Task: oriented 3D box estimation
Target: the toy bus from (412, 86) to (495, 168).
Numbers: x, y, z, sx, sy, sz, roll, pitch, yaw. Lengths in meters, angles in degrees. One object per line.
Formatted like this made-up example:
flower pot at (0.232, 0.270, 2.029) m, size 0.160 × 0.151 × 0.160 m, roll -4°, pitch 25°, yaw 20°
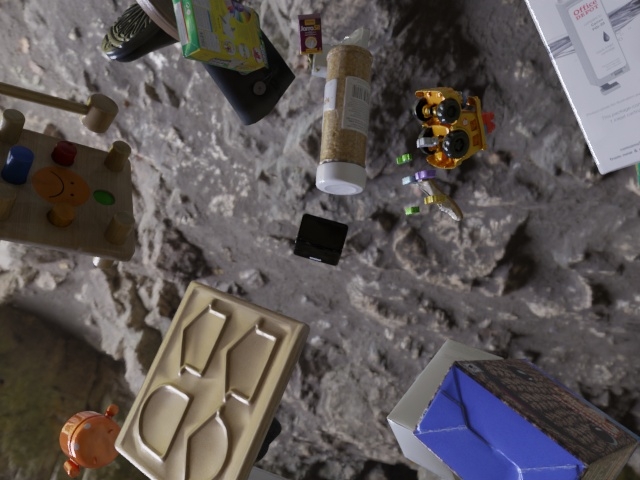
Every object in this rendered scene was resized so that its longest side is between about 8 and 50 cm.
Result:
toy bus at (0.388, -0.337, 1.623) m, size 0.149 × 0.211 × 0.220 m, roll 32°, pitch 142°, yaw 61°

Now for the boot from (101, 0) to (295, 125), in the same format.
boot at (-0.310, -0.481, 1.587) m, size 0.146 × 0.367 × 0.445 m, roll 46°, pitch 177°, yaw 40°

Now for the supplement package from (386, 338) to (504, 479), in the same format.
supplement package at (0.342, 0.434, 1.503) m, size 0.175 × 0.293 × 0.177 m, roll 14°, pitch 138°, yaw 45°

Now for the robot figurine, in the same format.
robot figurine at (-0.575, 0.497, 1.461) m, size 0.158 × 0.128 × 0.219 m, roll -18°, pitch -175°, yaw -37°

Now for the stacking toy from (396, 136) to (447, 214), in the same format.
stacking toy at (0.256, -0.164, 1.535) m, size 0.052 × 0.167 × 0.221 m, roll -5°, pitch 175°, yaw -16°

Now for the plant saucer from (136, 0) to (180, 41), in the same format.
plant saucer at (-0.264, -0.461, 1.047) m, size 0.041 × 0.278 × 0.278 m, roll -27°, pitch 139°, yaw 27°

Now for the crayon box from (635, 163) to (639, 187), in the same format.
crayon box at (0.674, -0.226, 1.098) m, size 0.165 × 0.278 × 0.081 m, roll -8°, pitch 132°, yaw 25°

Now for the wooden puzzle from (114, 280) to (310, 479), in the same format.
wooden puzzle at (-0.176, 0.253, 0.960) m, size 0.348 × 0.322 × 0.080 m, roll 12°, pitch 164°, yaw 46°

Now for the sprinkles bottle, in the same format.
sprinkles bottle at (0.062, -0.296, 1.436) m, size 0.121 × 0.355 × 0.121 m, roll 5°, pitch 169°, yaw 1°

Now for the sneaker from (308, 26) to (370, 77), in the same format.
sneaker at (0.051, -0.560, 1.703) m, size 0.169 × 0.292 × 0.108 m, roll 12°, pitch 131°, yaw 1°

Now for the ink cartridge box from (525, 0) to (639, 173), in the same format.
ink cartridge box at (0.375, -0.253, 0.725) m, size 0.117 × 0.207 × 0.283 m, roll -22°, pitch 96°, yaw 43°

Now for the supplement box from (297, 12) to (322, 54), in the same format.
supplement box at (-0.024, -0.488, 1.374) m, size 0.055 × 0.043 × 0.083 m, roll -6°, pitch 127°, yaw -2°

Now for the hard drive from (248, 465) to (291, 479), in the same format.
hard drive at (-0.074, 0.699, 1.425) m, size 0.233 × 0.047 × 0.353 m, roll 15°, pitch 130°, yaw 14°

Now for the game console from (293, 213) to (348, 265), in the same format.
game console at (0.000, 0.000, 1.500) m, size 0.122 × 0.071 × 0.107 m, roll 16°, pitch 148°, yaw 1°

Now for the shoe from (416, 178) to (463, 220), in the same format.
shoe at (0.440, -0.151, 2.149) m, size 0.219 × 0.058 × 0.076 m, roll 49°, pitch 176°, yaw 1°

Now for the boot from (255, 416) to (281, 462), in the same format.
boot at (-0.166, 0.441, 1.175) m, size 0.077 × 0.137 × 0.198 m, roll 46°, pitch -163°, yaw 18°

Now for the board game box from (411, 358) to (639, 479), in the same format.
board game box at (0.333, 0.313, 0.927) m, size 0.291 × 0.141 × 0.232 m, roll 12°, pitch -161°, yaw -49°

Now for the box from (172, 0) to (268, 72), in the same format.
box at (-0.154, -0.335, 0.939) m, size 0.043 × 0.105 × 0.179 m, roll -11°, pitch 178°, yaw 35°

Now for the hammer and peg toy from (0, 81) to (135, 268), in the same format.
hammer and peg toy at (-0.468, -0.126, 1.025) m, size 0.266 × 0.361 × 0.127 m, roll 13°, pitch 133°, yaw -34°
